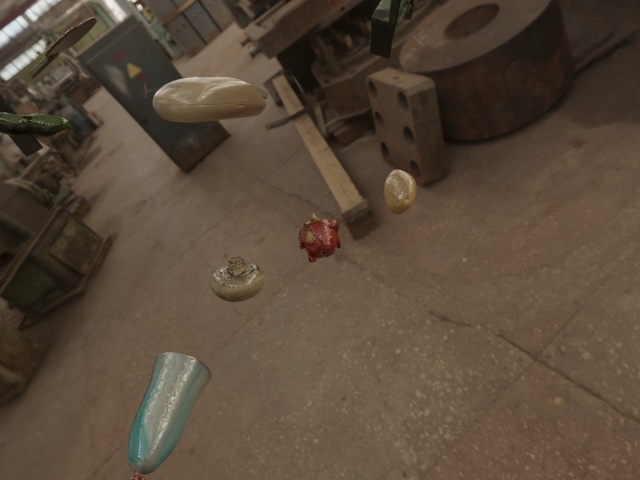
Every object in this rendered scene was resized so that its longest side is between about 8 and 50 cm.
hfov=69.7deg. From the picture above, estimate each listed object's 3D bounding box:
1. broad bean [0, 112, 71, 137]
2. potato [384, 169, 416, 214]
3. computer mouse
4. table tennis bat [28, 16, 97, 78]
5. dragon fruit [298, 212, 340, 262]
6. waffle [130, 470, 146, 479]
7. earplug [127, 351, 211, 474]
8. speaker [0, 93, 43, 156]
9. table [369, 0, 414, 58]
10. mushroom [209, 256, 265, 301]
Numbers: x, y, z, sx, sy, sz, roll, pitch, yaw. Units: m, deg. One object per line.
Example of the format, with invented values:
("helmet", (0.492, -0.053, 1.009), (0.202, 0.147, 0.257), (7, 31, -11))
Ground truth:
("broad bean", (-0.586, -0.227, 0.850), (0.039, 0.227, 0.069), (-101, 30, -53))
("potato", (0.251, -0.151, 1.453), (0.112, 0.112, 0.146), (-9, 60, 38))
("computer mouse", (-0.215, -0.284, 0.915), (0.145, 0.081, 0.237), (15, 26, 35))
("table tennis bat", (-0.749, -0.556, 1.327), (0.274, 0.021, 0.154), (-29, 26, 20))
("dragon fruit", (0.002, 0.003, 1.161), (0.068, 0.112, 0.126), (-103, 29, -48))
("waffle", (-0.425, 0.599, 1.109), (0.083, 0.075, 0.029), (35, 49, 22))
("earplug", (-0.460, 0.516, 1.348), (0.185, 0.185, 0.323), (-19, 37, 28))
("speaker", (-0.719, -0.283, 1.047), (0.046, 0.191, 0.040), (-40, 33, -22))
("table", (0.171, -0.536, 1.049), (0.063, 0.175, 0.146), (22, 68, 12))
("mushroom", (-0.342, 0.155, 1.894), (0.227, 0.177, 0.226), (-12, 17, 4))
